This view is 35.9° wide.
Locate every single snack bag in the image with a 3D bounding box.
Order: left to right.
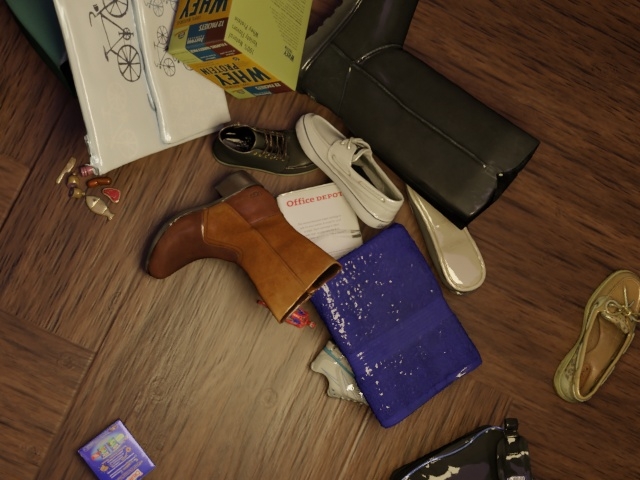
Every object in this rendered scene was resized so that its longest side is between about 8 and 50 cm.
[{"bbox_3d":[-0.296,-0.308,1.678,0.343,0.037,0.322,-30,115,-50],"label":"snack bag"}]

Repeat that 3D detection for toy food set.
[{"bbox_3d":[-0.414,-0.098,1.793,0.122,0.019,0.078,32,81,-5],"label":"toy food set"}]

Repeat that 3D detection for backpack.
[{"bbox_3d":[0.273,0.488,1.758,0.277,0.213,0.263,-26,81,-5],"label":"backpack"}]

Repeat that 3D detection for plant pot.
[{"bbox_3d":[-0.461,-0.413,1.748,0.166,0.165,0.234,-42,86,-11],"label":"plant pot"}]

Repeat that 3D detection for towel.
[{"bbox_3d":[0.125,0.149,1.768,0.228,0.076,0.308,-31,95,-18],"label":"towel"}]

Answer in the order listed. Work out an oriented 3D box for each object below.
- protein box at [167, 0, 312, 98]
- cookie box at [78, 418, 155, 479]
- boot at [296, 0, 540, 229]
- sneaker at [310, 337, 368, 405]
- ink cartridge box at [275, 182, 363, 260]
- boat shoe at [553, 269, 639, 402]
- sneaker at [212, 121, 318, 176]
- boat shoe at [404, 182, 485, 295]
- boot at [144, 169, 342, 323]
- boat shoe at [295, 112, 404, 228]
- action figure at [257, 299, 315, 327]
[{"bbox_3d":[-0.137,-0.387,1.747,0.200,0.136,0.201,29,65,-49],"label":"protein box"},{"bbox_3d":[-0.359,0.385,1.746,0.092,0.040,0.107,-37,91,-11],"label":"cookie box"},{"bbox_3d":[0.214,-0.289,1.788,0.445,0.146,0.367,41,91,18],"label":"boot"},{"bbox_3d":[0.059,0.271,1.822,0.083,0.071,0.190,-44,93,9],"label":"sneaker"},{"bbox_3d":[0.000,0.000,1.821,0.140,0.082,0.190,-13,86,-13],"label":"ink cartridge box"},{"bbox_3d":[0.549,0.185,1.891,0.105,0.089,0.285,29,80,-5],"label":"boat shoe"},{"bbox_3d":[-0.084,-0.167,1.805,0.222,0.118,0.083,-1,85,-9],"label":"sneaker"},{"bbox_3d":[0.223,-0.055,1.870,0.112,0.095,0.335,-14,82,-9],"label":"boat shoe"},{"bbox_3d":[-0.141,0.047,1.727,0.264,0.096,0.280,-37,62,-11],"label":"boot"},{"bbox_3d":[0.059,-0.144,1.778,0.258,0.084,0.095,50,41,11],"label":"boat shoe"},{"bbox_3d":[-0.060,0.131,1.828,0.115,0.030,0.038,29,76,-8],"label":"action figure"}]
